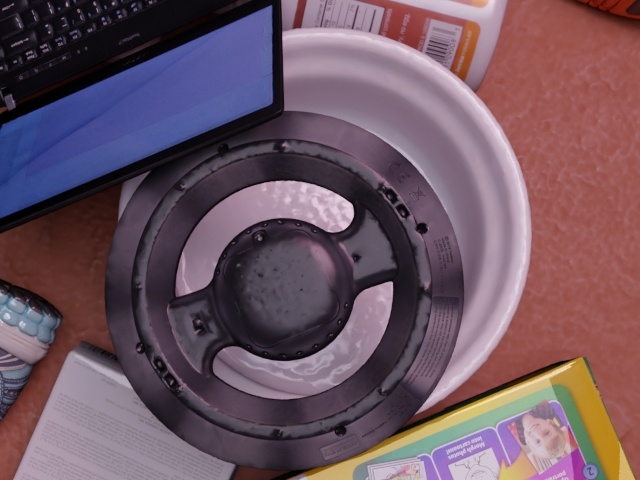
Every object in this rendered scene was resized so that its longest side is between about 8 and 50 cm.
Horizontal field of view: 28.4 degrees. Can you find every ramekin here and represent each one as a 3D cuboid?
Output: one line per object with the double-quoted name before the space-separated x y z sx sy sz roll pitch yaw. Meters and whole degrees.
"ramekin" 0.000 0.000 0.905 0.277 0.135 0.277 1 81 -4

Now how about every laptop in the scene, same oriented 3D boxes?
"laptop" -0.159 -0.164 0.847 0.234 0.136 0.264 -21 91 14

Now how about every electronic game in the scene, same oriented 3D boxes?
"electronic game" -0.023 0.031 0.805 0.229 0.048 0.229 0 86 3

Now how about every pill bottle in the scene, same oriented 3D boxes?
"pill bottle" 0.027 -0.190 0.943 0.216 0.121 0.121 15 81 -1

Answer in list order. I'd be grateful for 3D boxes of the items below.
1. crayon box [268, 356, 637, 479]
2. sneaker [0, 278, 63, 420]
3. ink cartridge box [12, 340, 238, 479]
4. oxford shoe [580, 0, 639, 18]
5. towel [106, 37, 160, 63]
"crayon box" 0.090 0.210 0.904 0.278 0.081 0.165 -21 83 -6
"sneaker" -0.336 0.050 0.895 0.283 0.110 0.122 22 84 1
"ink cartridge box" -0.149 0.184 0.927 0.145 0.045 0.179 25 99 1
"oxford shoe" 0.157 -0.321 0.971 0.364 0.130 0.133 42 68 -2
"towel" -0.230 -0.321 0.958 0.332 0.053 0.317 19 93 1
